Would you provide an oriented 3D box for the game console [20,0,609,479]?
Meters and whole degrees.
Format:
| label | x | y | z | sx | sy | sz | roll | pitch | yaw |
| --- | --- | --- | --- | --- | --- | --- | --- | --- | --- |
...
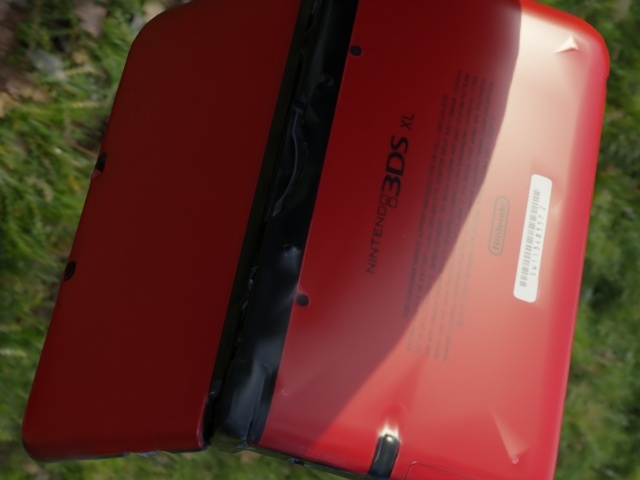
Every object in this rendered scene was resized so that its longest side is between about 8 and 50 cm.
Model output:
| label | x | y | z | sx | sy | sz | roll | pitch | yaw |
| --- | --- | --- | --- | --- | --- | --- | --- | --- | --- |
| game console | 0.000 | 0.000 | 0.413 | 0.124 | 0.085 | 0.144 | 17 | 66 | -12 |
